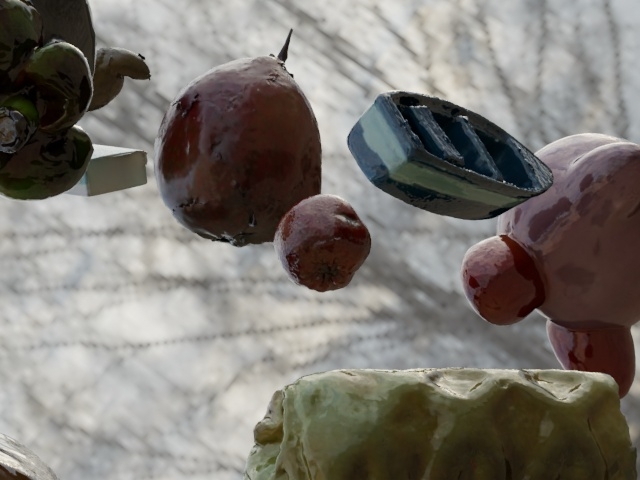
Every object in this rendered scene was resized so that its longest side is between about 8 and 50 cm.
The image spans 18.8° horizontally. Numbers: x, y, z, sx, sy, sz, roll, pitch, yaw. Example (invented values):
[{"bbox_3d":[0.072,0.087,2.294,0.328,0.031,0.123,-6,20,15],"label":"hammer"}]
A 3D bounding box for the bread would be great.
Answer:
[{"bbox_3d":[0.077,0.162,1.358,0.130,0.267,0.152,-156,70,-69],"label":"bread"}]

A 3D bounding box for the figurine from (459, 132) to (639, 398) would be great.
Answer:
[{"bbox_3d":[0.297,-0.003,2.212,0.269,0.211,0.261,33,-78,-29],"label":"figurine"}]

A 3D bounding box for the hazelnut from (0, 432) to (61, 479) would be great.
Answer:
[{"bbox_3d":[-0.344,0.352,1.806,0.315,0.372,0.372,5,-55,-34],"label":"hazelnut"}]

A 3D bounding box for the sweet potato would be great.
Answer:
[{"bbox_3d":[-0.347,-0.213,2.380,0.124,0.310,0.098,41,-116,-71],"label":"sweet potato"}]

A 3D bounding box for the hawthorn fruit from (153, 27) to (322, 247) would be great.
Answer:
[{"bbox_3d":[-0.075,-0.108,1.964,0.181,0.181,0.235,61,-136,-72],"label":"hawthorn fruit"}]

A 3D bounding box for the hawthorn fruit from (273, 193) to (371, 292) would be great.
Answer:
[{"bbox_3d":[0.000,0.000,1.759,0.093,0.093,0.093,-48,-17,-20],"label":"hawthorn fruit"}]

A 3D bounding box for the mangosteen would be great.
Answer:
[{"bbox_3d":[-0.358,-0.185,1.920,0.311,0.311,0.311,-48,-17,-20],"label":"mangosteen"}]

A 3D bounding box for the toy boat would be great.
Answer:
[{"bbox_3d":[0.124,-0.066,1.713,0.062,0.096,0.299,-43,-27,21],"label":"toy boat"}]

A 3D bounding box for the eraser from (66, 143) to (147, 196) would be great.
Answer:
[{"bbox_3d":[-0.326,-0.095,2.508,0.095,0.225,0.052,-15,-74,-39],"label":"eraser"}]
